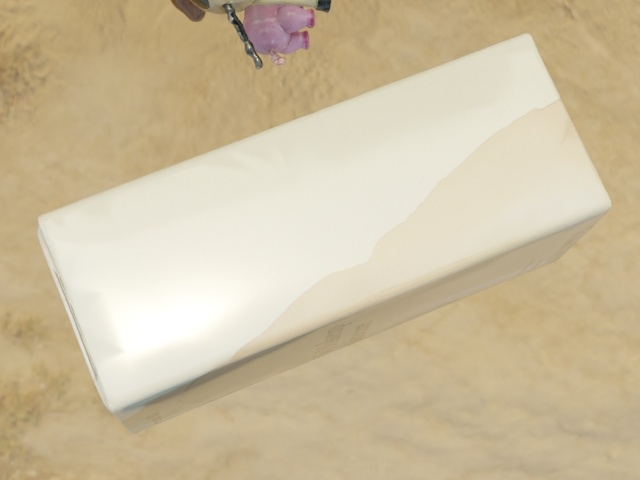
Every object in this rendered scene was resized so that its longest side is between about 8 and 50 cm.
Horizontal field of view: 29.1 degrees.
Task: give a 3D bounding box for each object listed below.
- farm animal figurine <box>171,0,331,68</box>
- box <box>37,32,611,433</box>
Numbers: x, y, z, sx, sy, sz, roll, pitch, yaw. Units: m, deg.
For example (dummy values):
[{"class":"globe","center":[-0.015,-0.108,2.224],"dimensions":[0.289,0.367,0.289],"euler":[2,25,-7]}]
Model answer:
[{"class":"farm animal figurine","center":[-0.102,-0.310,1.020],"dimensions":[0.172,0.330,0.327],"euler":[-3,100,-10]},{"class":"box","center":[0.000,0.000,0.758],"dimensions":[0.311,0.121,0.148],"euler":[-22,168,-7]}]
